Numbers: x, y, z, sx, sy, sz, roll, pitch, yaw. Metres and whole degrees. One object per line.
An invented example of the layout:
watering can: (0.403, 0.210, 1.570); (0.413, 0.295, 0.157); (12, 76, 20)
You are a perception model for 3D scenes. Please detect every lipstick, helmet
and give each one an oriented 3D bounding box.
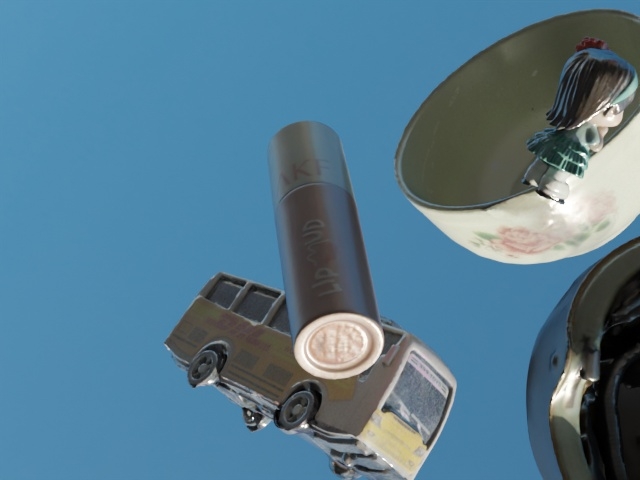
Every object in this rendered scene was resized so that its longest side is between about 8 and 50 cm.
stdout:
lipstick: (0.000, 0.000, 1.130); (0.070, 0.070, 0.254); (-35, -145, 19)
helmet: (0.206, 0.101, 0.782); (0.198, 0.130, 0.224); (-25, -84, -9)

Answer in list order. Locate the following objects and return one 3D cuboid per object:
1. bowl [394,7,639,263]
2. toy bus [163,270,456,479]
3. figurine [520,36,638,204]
bowl: (0.219, -0.079, 1.309); (0.277, 0.145, 0.277); (-25, -146, 19)
toy bus: (-0.017, 0.124, 1.313); (0.342, 0.097, 0.138); (14, -116, 53)
figurine: (0.167, -0.079, 0.910); (0.106, 0.047, 0.060); (-64, -156, 16)
